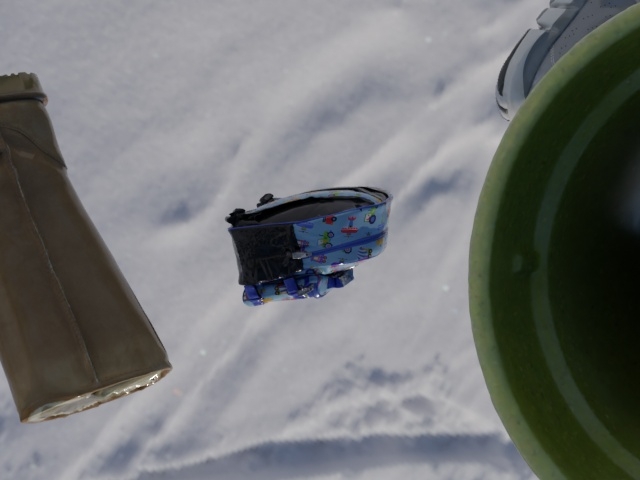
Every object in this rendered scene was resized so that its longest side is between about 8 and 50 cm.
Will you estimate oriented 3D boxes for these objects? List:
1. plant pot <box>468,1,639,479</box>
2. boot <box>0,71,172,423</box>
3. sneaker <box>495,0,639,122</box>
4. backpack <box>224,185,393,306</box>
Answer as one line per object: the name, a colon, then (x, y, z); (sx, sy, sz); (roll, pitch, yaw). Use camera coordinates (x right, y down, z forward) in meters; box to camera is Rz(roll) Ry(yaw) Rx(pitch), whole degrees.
plant pot: (0.241, 0.014, 0.743); (0.254, 0.276, 0.276); (-8, 120, -68)
boot: (-0.261, 0.012, 1.099); (0.236, 0.270, 0.089); (-17, 168, -32)
sneaker: (0.239, -0.161, 1.065); (0.229, 0.132, 0.086); (-58, 158, -5)
backpack: (0.000, 0.000, 1.610); (0.158, 0.173, 0.117); (-33, 112, -74)
